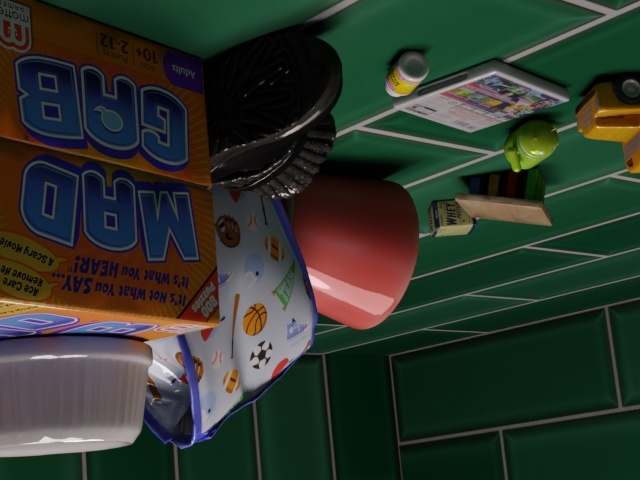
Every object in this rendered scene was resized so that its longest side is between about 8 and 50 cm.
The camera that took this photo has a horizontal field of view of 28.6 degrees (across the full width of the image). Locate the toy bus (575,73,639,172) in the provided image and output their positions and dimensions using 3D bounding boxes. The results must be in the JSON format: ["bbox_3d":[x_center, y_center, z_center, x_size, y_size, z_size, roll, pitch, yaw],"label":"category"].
[{"bbox_3d":[0.562,-0.177,1.890,0.333,0.130,0.108,-3,167,-9],"label":"toy bus"}]

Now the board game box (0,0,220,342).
[{"bbox_3d":[-0.383,-0.053,1.554,0.356,0.356,0.357,-14,165,35],"label":"board game box"}]

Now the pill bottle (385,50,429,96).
[{"bbox_3d":[0.115,-0.223,1.703,0.043,0.043,0.083,-2,166,-15],"label":"pill bottle"}]

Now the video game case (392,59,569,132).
[{"bbox_3d":[0.239,-0.211,1.858,0.183,0.023,0.201,-16,163,39],"label":"video game case"}]

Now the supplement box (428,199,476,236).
[{"bbox_3d":[0.263,-0.045,2.510,0.083,0.056,0.083,-5,167,-3],"label":"supplement box"}]

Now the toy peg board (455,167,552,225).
[{"bbox_3d":[0.352,-0.089,2.362,0.161,0.079,0.161,7,171,19],"label":"toy peg board"}]

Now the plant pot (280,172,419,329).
[{"bbox_3d":[0.000,0.000,2.198,0.243,0.274,0.275,16,158,-32],"label":"plant pot"}]

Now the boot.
[{"bbox_3d":[-0.046,-0.163,1.707,0.348,0.131,0.260,-23,163,37],"label":"boot"}]

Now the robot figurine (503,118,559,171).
[{"bbox_3d":[0.340,-0.156,2.032,0.101,0.067,0.115,-30,176,-21],"label":"robot figurine"}]

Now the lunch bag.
[{"bbox_3d":[-0.192,0.078,1.912,0.239,0.385,0.328,-15,-164,42],"label":"lunch bag"}]

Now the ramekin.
[{"bbox_3d":[-0.348,0.205,1.605,0.273,0.127,0.273,-5,167,-1],"label":"ramekin"}]
